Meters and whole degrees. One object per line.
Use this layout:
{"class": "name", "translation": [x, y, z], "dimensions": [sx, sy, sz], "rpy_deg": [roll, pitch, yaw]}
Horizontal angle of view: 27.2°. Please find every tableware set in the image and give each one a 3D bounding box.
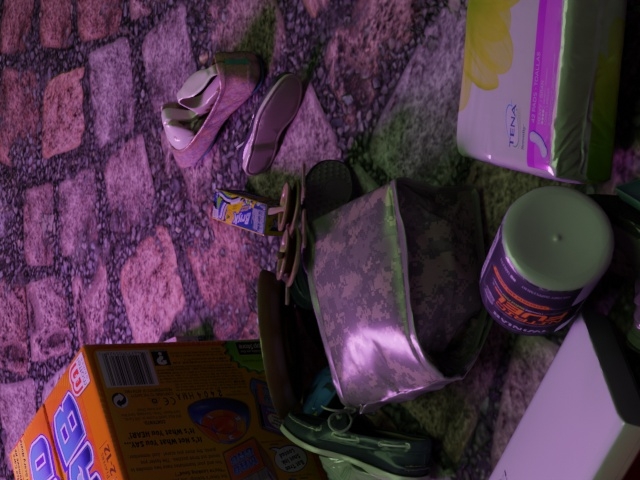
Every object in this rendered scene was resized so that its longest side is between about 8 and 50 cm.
{"class": "tableware set", "translation": [-0.053, -0.014, 1.950], "dimensions": [0.194, 0.039, 0.128], "rpy_deg": [-92, 14, -48]}

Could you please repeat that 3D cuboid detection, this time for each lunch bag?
{"class": "lunch bag", "translation": [0.110, 0.083, 1.820], "dimensions": [0.235, 0.169, 0.287], "rpy_deg": [-26, 64, 53]}

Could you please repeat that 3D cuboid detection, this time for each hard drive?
{"class": "hard drive", "translation": [0.279, 0.287, 1.604], "dimensions": [0.233, 0.047, 0.353], "rpy_deg": [-93, 22, -60]}

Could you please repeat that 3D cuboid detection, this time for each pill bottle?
{"class": "pill bottle", "translation": [0.262, 0.037, 1.582], "dimensions": [0.245, 0.131, 0.130], "rpy_deg": [93, 164, -70]}

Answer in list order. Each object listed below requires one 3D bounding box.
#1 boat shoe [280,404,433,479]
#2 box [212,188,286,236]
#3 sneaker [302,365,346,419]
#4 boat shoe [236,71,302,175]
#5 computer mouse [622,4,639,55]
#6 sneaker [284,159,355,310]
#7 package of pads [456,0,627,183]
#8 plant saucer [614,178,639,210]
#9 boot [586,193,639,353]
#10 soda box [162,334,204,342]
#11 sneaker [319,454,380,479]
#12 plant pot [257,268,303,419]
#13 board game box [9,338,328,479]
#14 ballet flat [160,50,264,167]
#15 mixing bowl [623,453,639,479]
{"class": "boat shoe", "translation": [0.052, 0.285, 1.927], "dimensions": [0.255, 0.095, 0.079], "rpy_deg": [16, 102, 39]}
{"class": "box", "translation": [-0.114, -0.047, 2.224], "dimensions": [0.169, 0.059, 0.054], "rpy_deg": [19, 104, 53]}
{"class": "sneaker", "translation": [0.031, 0.209, 2.011], "dimensions": [0.209, 0.069, 0.082], "rpy_deg": [-49, 48, 42]}
{"class": "boat shoe", "translation": [-0.093, -0.203, 2.188], "dimensions": [0.065, 0.075, 0.206], "rpy_deg": [55, 136, 35]}
{"class": "computer mouse", "translation": [0.412, -0.300, 1.507], "dimensions": [0.262, 0.060, 0.184], "rpy_deg": [-170, 78, -66]}
{"class": "sneaker", "translation": [-0.002, 0.000, 2.046], "dimensions": [0.163, 0.086, 0.226], "rpy_deg": [103, 176, -56]}
{"class": "package of pads", "translation": [0.268, -0.231, 1.630], "dimensions": [0.229, 0.101, 0.296], "rpy_deg": [23, 112, 61]}
{"class": "plant saucer", "translation": [0.413, -0.024, 1.480], "dimensions": [0.192, 0.067, 0.018], "rpy_deg": [43, 142, 51]}
{"class": "boot", "translation": [0.375, 0.052, 1.532], "dimensions": [0.246, 0.083, 0.161], "rpy_deg": [39, 126, 49]}
{"class": "soda box", "translation": [-0.281, 0.222, 2.447], "dimensions": [0.183, 0.063, 0.058], "rpy_deg": [-25, 70, 52]}
{"class": "sneaker", "translation": [0.057, 0.351, 1.995], "dimensions": [0.152, 0.054, 0.061], "rpy_deg": [3, 108, 57]}
{"class": "plant pot", "translation": [-0.059, 0.160, 2.063], "dimensions": [0.236, 0.032, 0.236], "rpy_deg": [-8, -90, -84]}
{"class": "board game box", "translation": [-0.243, 0.404, 2.139], "dimensions": [0.356, 0.357, 0.356], "rpy_deg": [-51, 50, 40]}
{"class": "ballet flat", "translation": [-0.218, -0.235, 2.333], "dimensions": [0.316, 0.106, 0.107], "rpy_deg": [-47, 53, 43]}
{"class": "mixing bowl", "translation": [0.383, 0.288, 1.470], "dimensions": [0.181, 0.098, 0.181], "rpy_deg": [-164, 90, -80]}
